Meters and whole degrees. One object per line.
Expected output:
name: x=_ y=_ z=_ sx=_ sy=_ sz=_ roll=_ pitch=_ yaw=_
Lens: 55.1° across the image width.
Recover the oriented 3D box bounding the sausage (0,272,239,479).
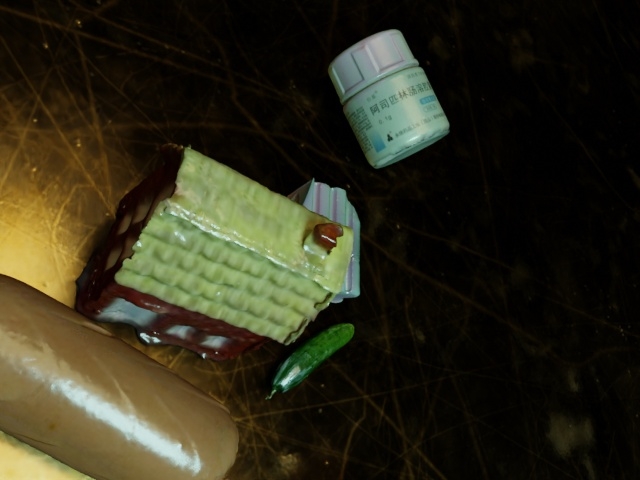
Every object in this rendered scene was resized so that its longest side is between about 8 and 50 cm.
sausage: x=-0.212 y=0.148 z=0.575 sx=0.304 sy=0.121 sz=0.121 roll=37 pitch=57 yaw=-18

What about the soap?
soap: x=0.000 y=0.000 z=0.815 sx=0.100 sy=0.056 sz=0.148 roll=14 pitch=67 yaw=-33

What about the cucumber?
cucumber: x=-0.010 y=0.142 z=0.770 sx=0.168 sy=0.039 sz=0.039 roll=-31 pitch=93 yaw=-40

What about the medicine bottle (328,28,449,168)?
medicine bottle: x=0.099 y=-0.207 z=0.909 sx=0.135 sy=0.135 sz=0.168 roll=-25 pitch=88 yaw=-38

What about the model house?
model house: x=-0.102 y=0.008 z=0.619 sx=0.196 sy=0.254 sz=0.159 roll=28 pitch=57 yaw=-26
